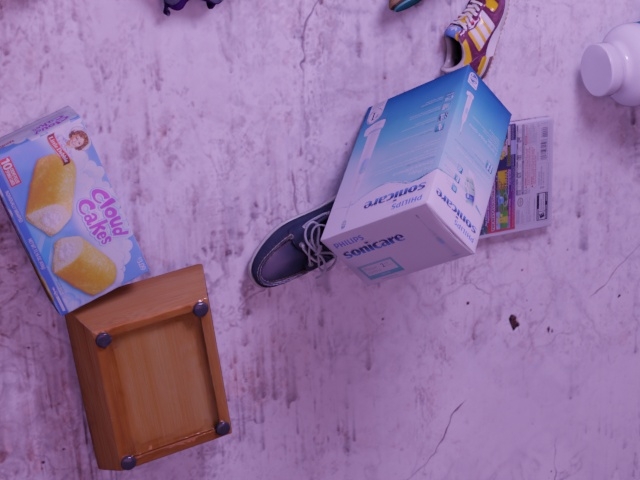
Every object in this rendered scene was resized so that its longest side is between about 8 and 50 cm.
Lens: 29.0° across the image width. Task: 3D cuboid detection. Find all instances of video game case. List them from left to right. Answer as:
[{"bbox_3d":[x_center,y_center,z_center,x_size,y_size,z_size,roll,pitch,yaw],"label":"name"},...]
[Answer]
[{"bbox_3d":[0.325,-0.109,2.170,0.183,0.023,0.201,-10,110,-23],"label":"video game case"}]

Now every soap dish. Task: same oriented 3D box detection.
[{"bbox_3d":[-0.258,0.206,1.933,0.229,0.118,0.291,-16,112,-21],"label":"soap dish"}]

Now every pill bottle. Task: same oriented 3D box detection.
[{"bbox_3d":[0.589,-0.313,2.162,0.264,0.146,0.146,-12,110,-22],"label":"pill bottle"}]

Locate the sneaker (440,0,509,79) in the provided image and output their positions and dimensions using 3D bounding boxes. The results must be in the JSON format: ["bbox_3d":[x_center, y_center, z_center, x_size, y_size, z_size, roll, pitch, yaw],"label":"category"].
[{"bbox_3d":[0.250,-0.355,2.034,0.084,0.069,0.185,4,102,-31],"label":"sneaker"}]

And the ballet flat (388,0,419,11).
[{"bbox_3d":[0.194,-0.441,1.993,0.232,0.080,0.073,-28,87,-18],"label":"ballet flat"}]

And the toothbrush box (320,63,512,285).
[{"bbox_3d":[0.150,-0.099,1.906,0.126,0.216,0.295,44,47,-28],"label":"toothbrush box"}]

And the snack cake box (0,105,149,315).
[{"bbox_3d":[-0.376,-0.043,1.820,0.152,0.089,0.264,-28,115,-15],"label":"snack cake box"}]

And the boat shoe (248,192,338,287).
[{"bbox_3d":[0.000,0.000,2.015,0.254,0.079,0.095,-30,114,-15],"label":"boat shoe"}]

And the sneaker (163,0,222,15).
[{"bbox_3d":[-0.138,-0.402,1.847,0.223,0.083,0.098,-15,132,-16],"label":"sneaker"}]
